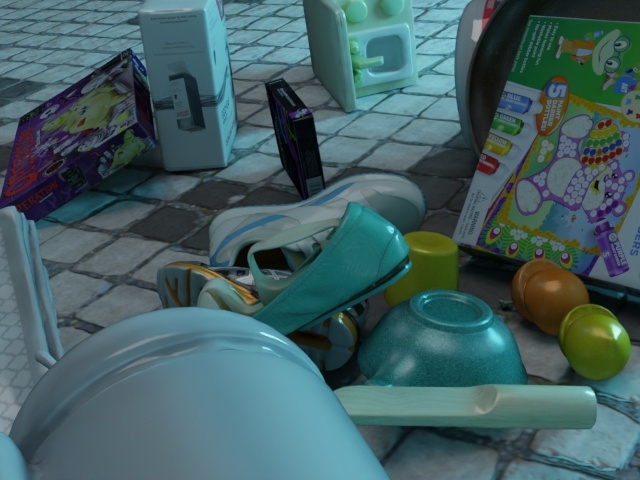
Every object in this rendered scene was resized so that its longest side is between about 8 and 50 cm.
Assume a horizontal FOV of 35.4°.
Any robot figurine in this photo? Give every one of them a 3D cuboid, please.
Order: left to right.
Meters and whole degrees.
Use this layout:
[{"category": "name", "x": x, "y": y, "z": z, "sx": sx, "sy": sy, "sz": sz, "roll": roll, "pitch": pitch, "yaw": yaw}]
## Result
[{"category": "robot figurine", "x": -0.052, "y": 0.171, "z": 0.526, "sx": 0.300, "sy": 0.200, "sz": 0.353, "roll": 24, "pitch": 18, "yaw": -39}]

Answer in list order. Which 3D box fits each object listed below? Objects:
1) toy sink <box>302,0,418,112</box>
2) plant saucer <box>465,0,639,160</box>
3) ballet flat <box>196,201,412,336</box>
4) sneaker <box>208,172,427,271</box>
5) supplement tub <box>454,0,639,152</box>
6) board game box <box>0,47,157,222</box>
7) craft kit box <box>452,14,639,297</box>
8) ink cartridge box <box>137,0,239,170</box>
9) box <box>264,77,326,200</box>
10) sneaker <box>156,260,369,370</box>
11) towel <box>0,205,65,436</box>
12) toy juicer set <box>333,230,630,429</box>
[{"category": "toy sink", "x": 0.065, "y": -0.306, "z": 1.503, "sx": 0.131, "sy": 0.153, "sz": 0.234, "roll": -13, "pitch": 26, "yaw": -8}, {"category": "plant saucer", "x": 0.306, "y": -0.150, "z": 1.030, "sx": 0.310, "sy": 0.311, "sz": 0.050, "roll": 0, "pitch": -8, "yaw": 18}, {"category": "ballet flat", "x": -0.045, "y": 0.050, "z": 0.808, "sx": 0.247, "sy": 0.087, "sz": 0.083, "roll": -36, "pitch": 5, "yaw": 14}, {"category": "sneaker", "x": 0.000, "y": 0.000, "z": 1.016, "sx": 0.228, "sy": 0.087, "sz": 0.092, "roll": -16, "pitch": 34, "yaw": 3}, {"category": "supplement tub", "x": 0.304, "y": -0.195, "z": 1.165, "sx": 0.272, "sy": 0.191, "sz": 0.191, "roll": 0, "pitch": 28, "yaw": 18}, {"category": "board game box", "x": -0.328, "y": -0.149, "z": 1.367, "sx": 0.208, "sy": 0.056, "sz": 0.347, "roll": -36, "pitch": 27, "yaw": 5}, {"category": "craft kit box", "x": 0.271, "y": -0.079, "z": 0.929, "sx": 0.246, "sy": 0.250, "sz": 0.061, "roll": 15, "pitch": -7, "yaw": 37}, {"category": "ink cartridge box", "x": -0.172, "y": -0.221, "z": 1.341, "sx": 0.092, "sy": 0.218, "sz": 0.158, "roll": -2, "pitch": 28, "yaw": 4}, {"category": "box", "x": -0.030, "y": -0.118, "z": 1.208, "sx": 0.029, "sy": 0.116, "sz": 0.162, "roll": -15, "pitch": 27, "yaw": -7}, {"category": "sneaker", "x": -0.054, "y": 0.060, "z": 0.918, "sx": 0.215, "sy": 0.084, "sz": 0.083, "roll": 15, "pitch": 32, "yaw": 23}, {"category": "towel", "x": -0.356, "y": 0.126, "z": 0.782, "sx": 0.317, "sy": 0.053, "sz": 0.332, "roll": -16, "pitch": 50, "yaw": -13}, {"category": "toy juicer set", "x": 0.132, "y": 0.098, "z": 0.781, "sx": 0.209, "sy": 0.089, "sz": 0.329, "roll": 10, "pitch": 22, "yaw": 10}]
